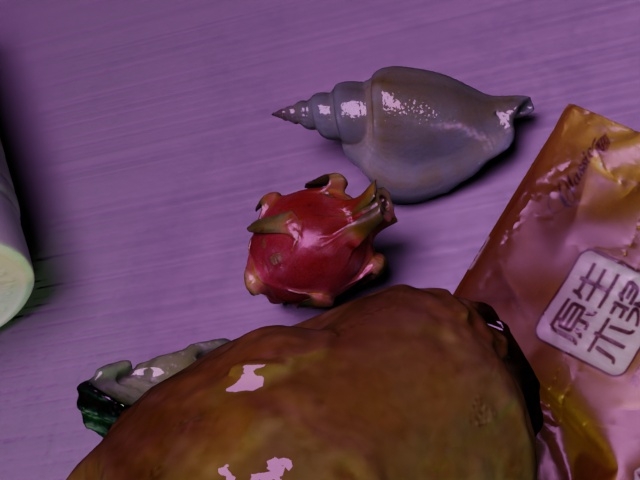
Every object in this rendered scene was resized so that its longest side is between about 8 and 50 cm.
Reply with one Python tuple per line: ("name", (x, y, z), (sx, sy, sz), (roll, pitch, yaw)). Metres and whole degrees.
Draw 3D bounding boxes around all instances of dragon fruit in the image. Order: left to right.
("dragon fruit", (0.002, 0.001, 1.091), (0.116, 0.081, 0.086), (-15, 84, 32))

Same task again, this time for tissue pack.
("tissue pack", (0.175, 0.056, 0.986), (0.183, 0.092, 0.226), (28, 81, 32))

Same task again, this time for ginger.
("ginger", (-0.020, 0.157, 0.860), (0.269, 0.200, 0.223), (-28, 28, 33))

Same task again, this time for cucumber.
("cucumber", (-0.047, 0.126, 1.065), (0.193, 0.115, 0.086), (16, 119, 25))

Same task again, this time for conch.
("conch", (0.052, -0.076, 1.111), (0.180, 0.065, 0.088), (3, 69, 17))

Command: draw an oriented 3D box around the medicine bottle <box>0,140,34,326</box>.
("medicine bottle", (-0.311, -0.057, 1.220), (0.152, 0.152, 0.254), (-29, 59, 11))
